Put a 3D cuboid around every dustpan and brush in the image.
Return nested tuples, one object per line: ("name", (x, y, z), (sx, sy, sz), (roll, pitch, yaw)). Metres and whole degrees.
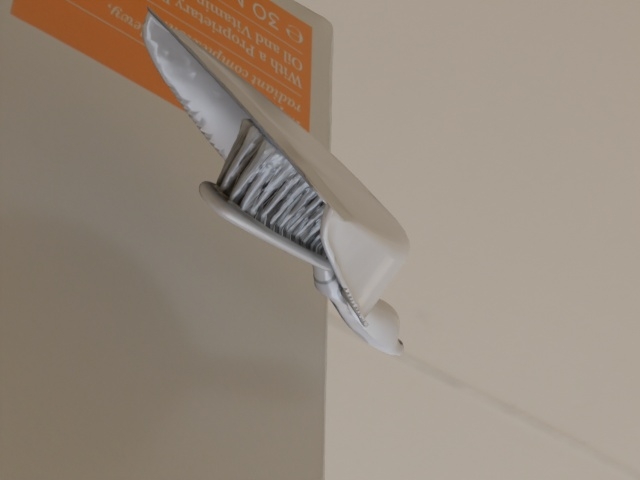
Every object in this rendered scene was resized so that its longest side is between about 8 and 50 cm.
("dustpan and brush", (0.000, 0.000, 0.597), (0.060, 0.147, 0.211), (-47, -38, 8))

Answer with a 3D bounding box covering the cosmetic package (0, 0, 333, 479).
("cosmetic package", (-0.128, 0.033, 0.685), (0.230, 0.161, 0.453), (29, -134, -33))
